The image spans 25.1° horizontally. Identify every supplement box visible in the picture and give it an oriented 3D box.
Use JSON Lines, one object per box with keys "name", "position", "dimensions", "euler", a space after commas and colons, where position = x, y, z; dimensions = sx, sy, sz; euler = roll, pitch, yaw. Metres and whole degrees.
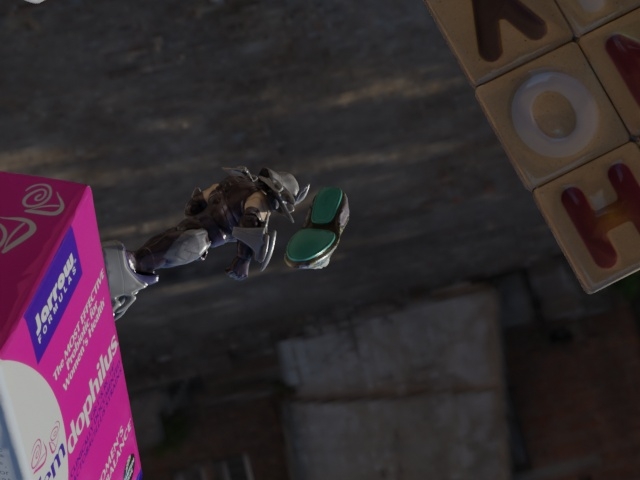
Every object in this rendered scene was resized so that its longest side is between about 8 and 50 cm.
{"name": "supplement box", "position": [-0.162, 0.079, 0.670], "dimensions": [0.114, 0.111, 0.220], "euler": [9, 137, 11]}

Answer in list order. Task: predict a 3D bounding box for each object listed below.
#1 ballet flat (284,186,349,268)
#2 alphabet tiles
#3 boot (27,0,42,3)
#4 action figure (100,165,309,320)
{"name": "ballet flat", "position": [0.000, 0.000, 1.190], "dimensions": [0.041, 0.041, 0.114], "euler": [-18, -154, 28]}
{"name": "alphabet tiles", "position": [0.165, -0.086, 0.493], "dimensions": [0.237, 0.198, 0.009], "euler": [-26, 171, -8]}
{"name": "boot", "position": [-0.125, -0.171, 0.625], "dimensions": [0.123, 0.095, 0.258], "euler": [-38, -175, 9]}
{"name": "action figure", "position": [-0.134, 0.001, 1.484], "dimensions": [0.285, 0.099, 0.185], "euler": [-27, -169, -18]}
